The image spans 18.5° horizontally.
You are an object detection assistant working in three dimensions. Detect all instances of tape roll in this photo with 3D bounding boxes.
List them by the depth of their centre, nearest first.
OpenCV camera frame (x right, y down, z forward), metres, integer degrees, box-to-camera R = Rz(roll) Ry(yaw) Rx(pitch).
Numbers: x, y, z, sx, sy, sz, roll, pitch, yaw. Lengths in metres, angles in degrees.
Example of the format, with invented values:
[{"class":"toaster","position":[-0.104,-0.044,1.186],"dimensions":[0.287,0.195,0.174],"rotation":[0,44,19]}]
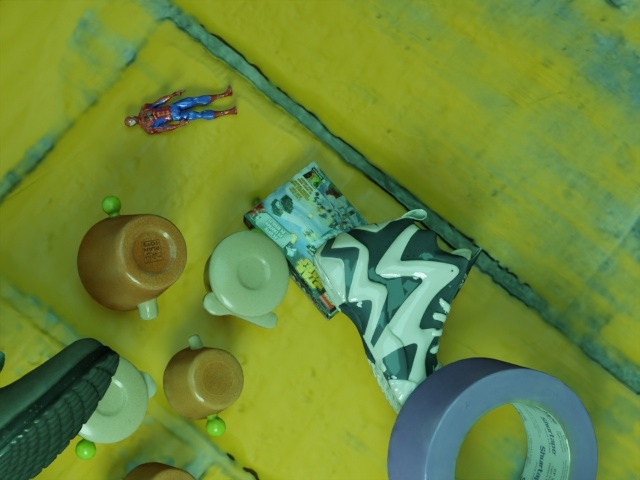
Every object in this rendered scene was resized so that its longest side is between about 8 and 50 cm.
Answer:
[{"class":"tape roll","position":[0.164,0.209,1.869],"dimensions":[0.189,0.080,0.189],"rotation":[-2,96,-26]}]

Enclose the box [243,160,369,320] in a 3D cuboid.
[{"class":"box","position":[0.000,0.000,1.989],"dimensions":[0.094,0.027,0.137],"rotation":[-38,79,-13]}]

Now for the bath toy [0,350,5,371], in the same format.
[{"class":"bath toy","position":[-0.479,0.074,1.877],"dimensions":[0.348,0.151,0.129],"rotation":[27,59,6]}]

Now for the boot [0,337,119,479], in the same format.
[{"class":"boot","position":[-0.362,0.144,1.743],"dimensions":[0.338,0.118,0.223],"rotation":[-38,71,-26]}]

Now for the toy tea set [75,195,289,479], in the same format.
[{"class":"toy tea set","position":[-0.169,0.124,1.918],"dimensions":[0.200,0.124,0.336],"rotation":[24,72,-21]}]

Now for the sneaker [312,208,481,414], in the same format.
[{"class":"sneaker","position":[0.111,0.076,1.928],"dimensions":[0.153,0.094,0.235],"rotation":[-30,83,-6]}]

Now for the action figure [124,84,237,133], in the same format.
[{"class":"action figure","position":[-0.145,-0.133,2.020],"dimensions":[0.115,0.030,0.038],"rotation":[-14,80,-5]}]
